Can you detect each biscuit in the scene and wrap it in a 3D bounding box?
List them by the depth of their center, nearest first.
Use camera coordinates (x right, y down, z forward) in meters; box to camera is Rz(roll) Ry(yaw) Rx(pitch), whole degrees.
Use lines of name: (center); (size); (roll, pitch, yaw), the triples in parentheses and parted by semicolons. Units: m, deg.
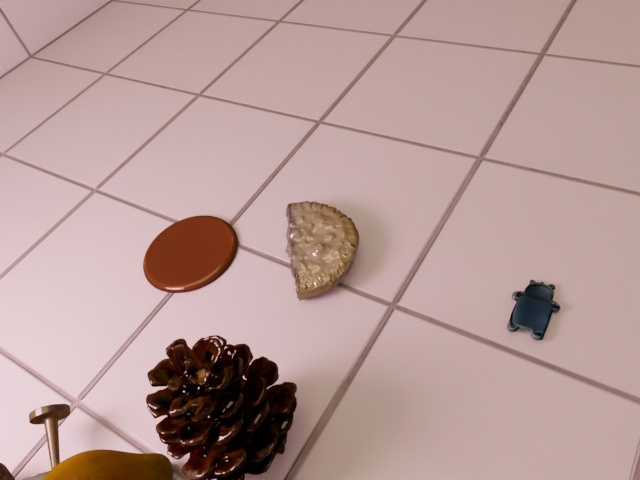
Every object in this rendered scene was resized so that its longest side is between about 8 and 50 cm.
biscuit: (0.000, 0.000, 1.259); (0.179, 0.084, 0.281); (-16, 47, 1)

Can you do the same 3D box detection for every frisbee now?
frisbee: (-0.331, 0.028, 1.365); (0.251, 0.021, 0.250); (-7, 50, 8)

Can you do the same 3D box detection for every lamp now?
lamp: (-0.493, 0.418, 0.992); (0.121, 0.121, 0.214); (-20, 64, -3)

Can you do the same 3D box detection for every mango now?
mango: (-0.365, 0.429, 0.927); (0.228, 0.099, 0.136); (3, 64, -35)

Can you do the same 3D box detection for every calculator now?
calculator: (0.426, 0.135, 1.076); (0.094, 0.019, 0.141); (17, 55, 26)

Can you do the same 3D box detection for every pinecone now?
pinecone: (-0.174, 0.290, 0.929); (0.244, 0.309, 0.244); (-25, 29, 15)

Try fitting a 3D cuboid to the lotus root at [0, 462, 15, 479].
lotus root: (-0.551, 0.533, 0.940); (0.329, 0.078, 0.167); (44, 104, 36)
